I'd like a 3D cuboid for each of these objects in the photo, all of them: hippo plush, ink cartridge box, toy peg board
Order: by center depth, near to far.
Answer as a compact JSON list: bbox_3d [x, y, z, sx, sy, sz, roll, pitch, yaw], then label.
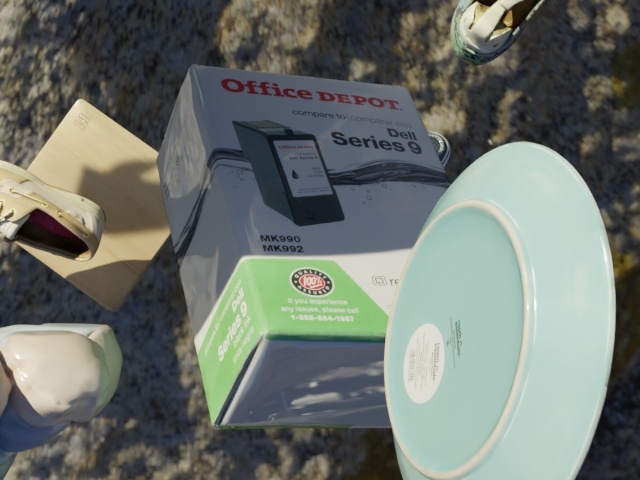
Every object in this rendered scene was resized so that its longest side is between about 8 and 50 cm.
[{"bbox_3d":[-0.287,0.179,0.839,0.294,0.234,0.236,2,90,17],"label":"hippo plush"},{"bbox_3d":[0.000,0.000,0.937,0.211,0.289,0.121,3,136,-24],"label":"ink cartridge box"},{"bbox_3d":[-0.227,-0.035,1.236,0.161,0.079,0.160,35,90,4],"label":"toy peg board"}]

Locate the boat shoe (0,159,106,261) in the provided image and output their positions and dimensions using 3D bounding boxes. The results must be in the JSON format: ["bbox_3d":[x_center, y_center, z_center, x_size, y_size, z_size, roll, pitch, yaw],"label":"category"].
[{"bbox_3d":[-0.280,-0.026,1.085,0.170,0.059,0.063,18,130,-22],"label":"boat shoe"}]

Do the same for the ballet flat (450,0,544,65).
[{"bbox_3d":[0.167,-0.219,1.067,0.070,0.070,0.188,18,139,-16],"label":"ballet flat"}]

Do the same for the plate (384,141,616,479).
[{"bbox_3d":[0.068,0.046,0.535,0.024,0.188,0.188,10,115,-23],"label":"plate"}]

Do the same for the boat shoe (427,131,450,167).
[{"bbox_3d":[0.067,-0.087,1.245,0.183,0.065,0.083,-24,154,-21],"label":"boat shoe"}]
